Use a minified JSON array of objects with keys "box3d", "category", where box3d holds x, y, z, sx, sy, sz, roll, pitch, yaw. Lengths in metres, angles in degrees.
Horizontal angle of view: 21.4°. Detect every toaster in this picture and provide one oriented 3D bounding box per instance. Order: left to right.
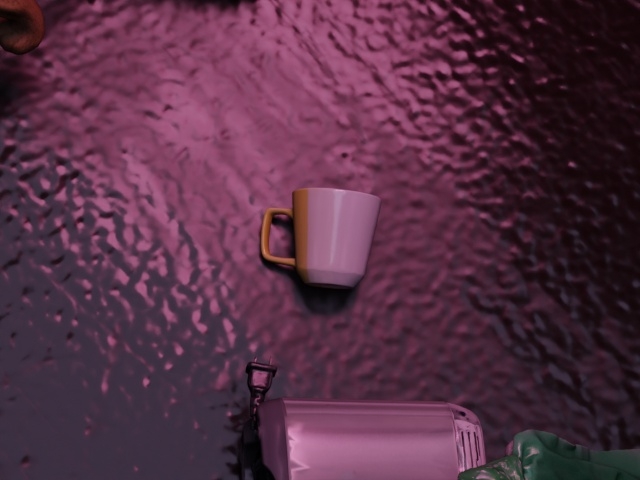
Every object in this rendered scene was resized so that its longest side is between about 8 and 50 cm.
[{"box3d":[0.027,0.187,1.087,0.147,0.129,0.227,0,73,-11],"category":"toaster"}]

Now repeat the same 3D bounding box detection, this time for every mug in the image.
[{"box3d":[0.004,0.000,1.176,0.062,0.078,0.064,10,82,-38],"category":"mug"}]

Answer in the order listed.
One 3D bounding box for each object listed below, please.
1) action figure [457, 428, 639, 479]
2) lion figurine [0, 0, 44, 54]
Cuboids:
[{"box3d":[0.145,0.172,1.057,0.064,0.232,0.137,-3,70,29],"category":"action figure"},{"box3d":[-0.352,-0.178,1.056,0.392,0.240,0.142,-24,66,-6],"category":"lion figurine"}]
